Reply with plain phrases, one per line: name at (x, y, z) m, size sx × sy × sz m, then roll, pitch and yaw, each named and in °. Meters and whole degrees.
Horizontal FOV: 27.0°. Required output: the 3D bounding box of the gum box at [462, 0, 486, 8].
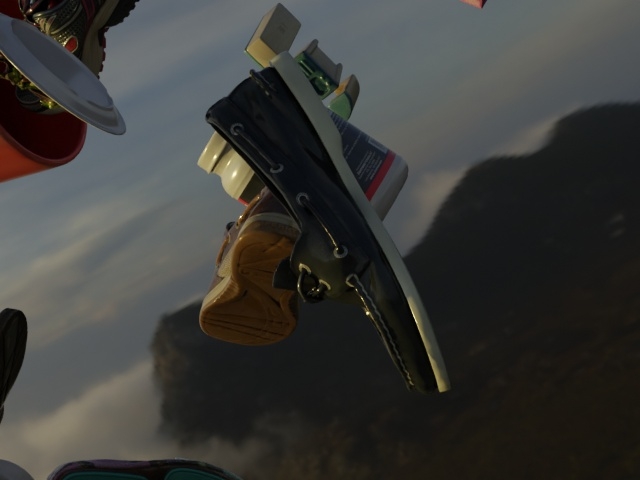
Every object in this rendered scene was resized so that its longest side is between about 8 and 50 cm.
gum box at (0.196, -0.366, 1.513) m, size 0.188 × 0.062 × 0.107 m, roll -59°, pitch -17°, yaw -19°

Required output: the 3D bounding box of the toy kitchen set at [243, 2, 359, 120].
toy kitchen set at (-0.061, -0.238, 2.139) m, size 0.166 × 0.207 × 0.122 m, roll -36°, pitch 20°, yaw 34°

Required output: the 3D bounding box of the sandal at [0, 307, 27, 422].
sandal at (-0.332, 0.148, 1.280) m, size 0.090 × 0.060 × 0.219 m, roll -71°, pitch 5°, yaw -46°

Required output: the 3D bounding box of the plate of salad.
plate of salad at (-0.295, -0.176, 1.447) m, size 0.048 × 0.200 × 0.200 m, roll -46°, pitch -4°, yaw 11°

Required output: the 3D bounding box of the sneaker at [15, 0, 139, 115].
sneaker at (-0.330, -0.275, 1.675) m, size 0.112 × 0.121 × 0.299 m, roll -9°, pitch -32°, yaw -39°

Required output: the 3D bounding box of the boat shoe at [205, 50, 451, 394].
boat shoe at (0.000, -0.001, 1.180) m, size 0.113 × 0.340 × 0.127 m, roll -27°, pitch -9°, yaw -3°

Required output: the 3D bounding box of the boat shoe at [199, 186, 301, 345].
boat shoe at (-0.074, 0.027, 1.676) m, size 0.123 × 0.123 × 0.342 m, roll 12°, pitch -30°, yaw -5°

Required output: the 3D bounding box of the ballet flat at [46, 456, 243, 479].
ballet flat at (-0.174, 0.254, 1.377) m, size 0.221 × 0.077 × 0.079 m, roll 8°, pitch 9°, yaw -17°

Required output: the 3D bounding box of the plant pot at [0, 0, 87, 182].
plant pot at (-0.502, -0.184, 1.850) m, size 0.243 × 0.275 × 0.275 m, roll -23°, pitch 2°, yaw 21°

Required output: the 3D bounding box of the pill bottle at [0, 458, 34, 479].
pill bottle at (-0.360, 0.311, 1.330) m, size 0.121 × 0.121 × 0.221 m, roll -29°, pitch 10°, yaw 15°

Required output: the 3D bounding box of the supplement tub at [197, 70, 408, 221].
supplement tub at (-0.025, -0.108, 1.981) m, size 0.191 × 0.272 × 0.191 m, roll -57°, pitch 3°, yaw 5°
